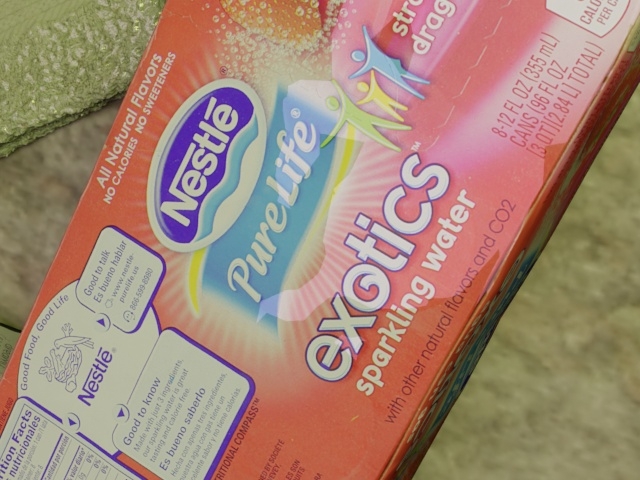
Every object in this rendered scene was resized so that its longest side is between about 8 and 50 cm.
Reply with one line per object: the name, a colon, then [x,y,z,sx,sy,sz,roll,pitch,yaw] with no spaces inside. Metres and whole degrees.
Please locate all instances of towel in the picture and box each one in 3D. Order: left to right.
towel: [-0.138,-0.106,0.579,0.148,0.027,0.110,-20,92,21]

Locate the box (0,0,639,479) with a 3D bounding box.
box: [0.000,0.000,0.484,0.154,0.142,0.300,30,107,13]

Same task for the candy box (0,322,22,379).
candy box: [-0.265,0.092,0.592,0.196,0.070,0.165,23,107,-14]
